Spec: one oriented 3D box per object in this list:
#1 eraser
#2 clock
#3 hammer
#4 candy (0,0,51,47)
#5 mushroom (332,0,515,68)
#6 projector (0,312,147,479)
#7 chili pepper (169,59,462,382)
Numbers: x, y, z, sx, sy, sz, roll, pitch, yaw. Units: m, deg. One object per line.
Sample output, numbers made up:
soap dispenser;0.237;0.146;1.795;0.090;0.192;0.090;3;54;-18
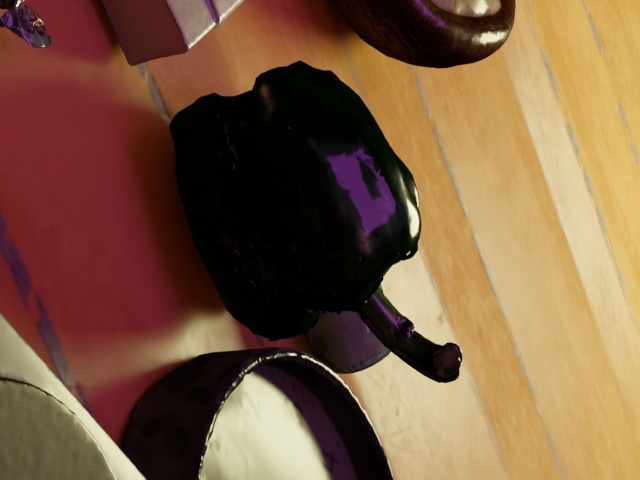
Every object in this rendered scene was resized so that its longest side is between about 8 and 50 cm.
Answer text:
eraser;-0.098;-0.225;1.336;0.210;0.068;0.124;-54;129;-54
clock;-0.032;0.234;1.278;0.325;0.067;0.325;32;52;-55
hammer;0.032;0.029;1.494;0.194;0.069;0.116;-47;120;-67
candy;-0.216;-0.192;1.129;0.175;0.043;0.045;66;31;-15
mushroom;0.071;-0.242;1.609;0.231;0.138;0.194;45;54;-30
projector;-0.190;0.190;0.980;0.257;0.079;0.259;55;35;-36
chili pepper;0.000;0.000;1.312;0.261;0.165;0.174;64;-3;-10
